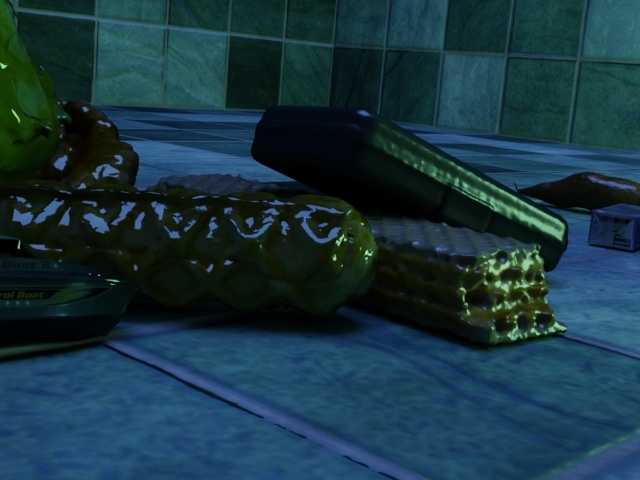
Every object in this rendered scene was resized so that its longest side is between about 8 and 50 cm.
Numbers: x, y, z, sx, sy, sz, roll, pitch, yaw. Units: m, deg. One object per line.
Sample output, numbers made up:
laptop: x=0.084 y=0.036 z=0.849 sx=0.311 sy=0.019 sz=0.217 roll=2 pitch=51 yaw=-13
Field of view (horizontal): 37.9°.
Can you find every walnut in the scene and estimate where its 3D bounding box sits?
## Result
walnut: x=-0.232 y=-0.063 z=0.806 sx=0.143 sy=0.069 sz=0.170 roll=1 pitch=38 yaw=-18

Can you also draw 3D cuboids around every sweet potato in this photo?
sweet potato: x=0.340 y=-0.062 z=1.209 sx=0.195 sy=0.056 sz=0.056 roll=8 pitch=10 yaw=39

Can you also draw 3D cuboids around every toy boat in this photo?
toy boat: x=-0.155 y=0.027 z=0.473 sx=0.141 sy=0.060 sz=0.055 roll=3 pitch=-15 yaw=-39

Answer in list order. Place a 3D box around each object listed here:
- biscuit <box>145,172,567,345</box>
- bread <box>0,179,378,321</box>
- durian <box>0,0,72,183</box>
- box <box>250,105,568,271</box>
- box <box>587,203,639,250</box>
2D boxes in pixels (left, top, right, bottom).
biscuit: x=0.000 y=0.000 z=0.690 sx=0.094 sy=0.054 sz=0.379 roll=-5 pitch=14 yaw=-41
bread: x=-0.148 y=0.000 z=0.560 sx=0.368 sy=0.084 sz=0.077 roll=2 pitch=-34 yaw=-3
durian: x=-0.324 y=-0.107 z=0.688 sx=0.340 sy=0.204 sz=0.256 roll=-31 pitch=32 yaw=18
box: x=0.070 y=-0.040 z=0.740 sx=0.230 sy=0.050 sz=0.160 roll=24 pitch=-5 yaw=-32
box: x=0.321 y=-0.016 z=0.977 sx=0.051 sy=0.036 sz=0.117 roll=12 pitch=12 yaw=29
